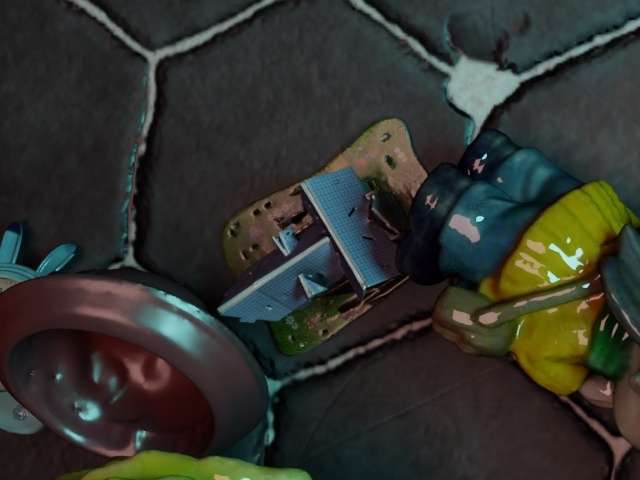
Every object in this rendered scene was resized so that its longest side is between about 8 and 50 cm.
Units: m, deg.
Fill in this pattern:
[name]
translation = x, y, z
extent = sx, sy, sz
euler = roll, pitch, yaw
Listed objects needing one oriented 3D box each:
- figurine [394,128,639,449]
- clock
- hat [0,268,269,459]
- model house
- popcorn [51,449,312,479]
[figurine]
translation = 0.213, 0.044, 1.144
extent = 0.332, 0.185, 0.204
euler = 44, 139, 10
[clock]
translation = -0.228, 0.064, 1.371
extent = 0.108, 0.045, 0.147
euler = 19, 96, 17
[hat]
translation = -0.131, 0.077, 1.287
extent = 0.205, 0.205, 0.089
euler = 3, 49, 20
[model house]
translation = 0.000, 0.000, 1.266
extent = 0.167, 0.088, 0.117
euler = -31, 81, 17
[popcorn]
translation = -0.061, 0.298, 1.190
extent = 0.382, 0.349, 0.349
euler = 16, 97, -20
